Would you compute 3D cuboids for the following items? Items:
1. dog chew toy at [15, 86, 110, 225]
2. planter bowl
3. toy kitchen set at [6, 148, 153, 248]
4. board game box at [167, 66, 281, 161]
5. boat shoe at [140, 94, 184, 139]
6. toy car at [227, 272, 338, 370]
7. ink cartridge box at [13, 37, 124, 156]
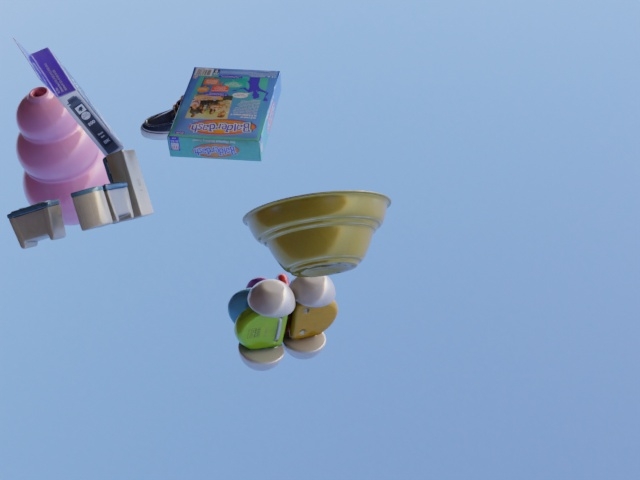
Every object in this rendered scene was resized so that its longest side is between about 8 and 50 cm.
[{"bbox_3d":[-0.566,-0.191,2.440,0.207,0.331,0.206,-4,-135,4],"label":"dog chew toy"},{"bbox_3d":[0.000,0.000,1.610,0.217,0.217,0.090,-14,-104,28],"label":"planter bowl"},{"bbox_3d":[-0.417,-0.073,1.932,0.166,0.207,0.122,-16,-88,17],"label":"toy kitchen set"},{"bbox_3d":[-0.163,-0.221,1.944,0.160,0.047,0.210,4,-138,8],"label":"board game box"},{"bbox_3d":[-0.257,-0.249,2.131,0.183,0.083,0.065,-11,-137,-4],"label":"boat shoe"},{"bbox_3d":[-0.069,0.111,1.814,0.182,0.159,0.136,-12,-139,-31],"label":"toy car"},{"bbox_3d":[-0.455,-0.268,2.026,0.045,0.208,0.206,-39,-139,-3],"label":"ink cartridge box"}]
